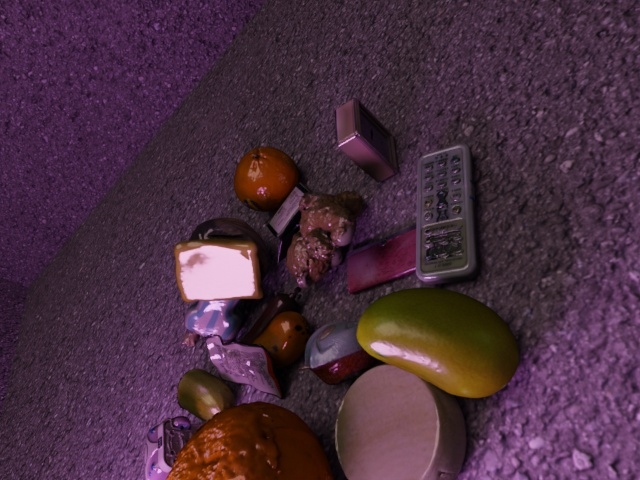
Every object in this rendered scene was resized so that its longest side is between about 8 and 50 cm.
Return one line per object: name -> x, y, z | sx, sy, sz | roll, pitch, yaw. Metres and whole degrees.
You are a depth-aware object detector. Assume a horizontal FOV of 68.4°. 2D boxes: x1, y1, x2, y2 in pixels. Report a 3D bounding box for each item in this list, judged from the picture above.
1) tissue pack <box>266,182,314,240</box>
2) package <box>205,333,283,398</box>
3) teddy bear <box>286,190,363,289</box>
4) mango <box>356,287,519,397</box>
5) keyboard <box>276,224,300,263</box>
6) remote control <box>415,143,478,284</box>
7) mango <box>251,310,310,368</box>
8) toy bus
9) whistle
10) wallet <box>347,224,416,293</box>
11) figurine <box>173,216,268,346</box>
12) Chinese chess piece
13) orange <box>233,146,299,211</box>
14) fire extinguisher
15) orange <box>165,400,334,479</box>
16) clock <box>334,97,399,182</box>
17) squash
tissue pack -> -0.071, -0.075, 1.399 | 0.170, 0.091, 0.103 | -53, 39, 8
package -> -0.197, 0.318, 1.209 | 0.232, 0.165, 0.040 | 0, 27, 35
teddy bear -> 0.000, 0.000, 1.208 | 0.267, 0.156, 0.255 | -66, -5, -68
mango -> 0.210, 0.165, 0.832 | 0.273, 0.149, 0.185 | 22, 41, 15
keyboard -> -0.070, -0.005, 1.290 | 0.015, 0.196, 0.074 | 23, 118, 15
remote control -> 0.279, -0.062, 1.043 | 0.128, 0.065, 0.334 | -11, 56, 31
mango -> -0.097, 0.258, 1.192 | 0.115, 0.090, 0.178 | 46, 104, 19
toy bus -> -0.339, 0.538, 1.171 | 0.142, 0.203, 0.141 | -41, 41, 22
whistle -> 0.102, 0.216, 0.999 | 0.347, 0.142, 0.133 | -25, 58, 18
wallet -> 0.159, 0.045, 1.130 | 0.232, 0.025, 0.119 | -25, 49, 34
figurine -> -0.285, 0.093, 1.474 | 0.377, 0.267, 0.360 | -79, 3, -73
Chinese chess piece -> 0.144, 0.354, 0.874 | 0.251, 0.101, 0.250 | -26, 48, 33
orange -> -0.177, -0.197, 1.521 | 0.219, 0.193, 0.219 | -31, 29, 19
fire extinguisher -> -0.128, 0.219, 1.277 | 0.072, 0.089, 0.267 | 40, 99, 13
orange -> -0.128, 0.498, 0.915 | 0.341, 0.293, 0.340 | -32, 28, 20
clock -> 0.123, -0.263, 1.245 | 0.071, 0.192, 0.146 | -26, 48, 32
squash -> -0.302, 0.426, 1.273 | 0.187, 0.123, 0.122 | 7, 70, 48
